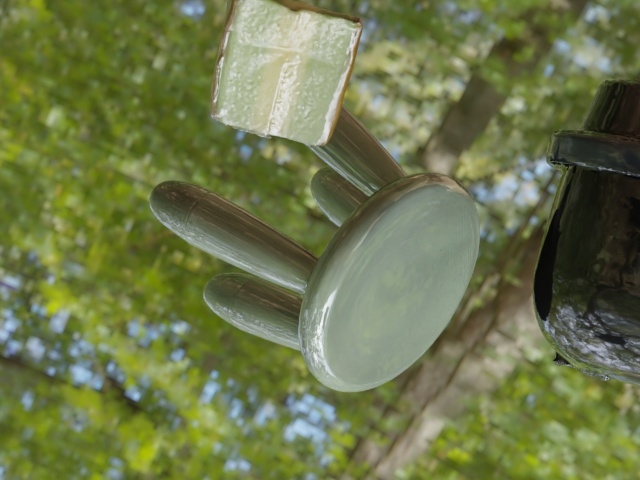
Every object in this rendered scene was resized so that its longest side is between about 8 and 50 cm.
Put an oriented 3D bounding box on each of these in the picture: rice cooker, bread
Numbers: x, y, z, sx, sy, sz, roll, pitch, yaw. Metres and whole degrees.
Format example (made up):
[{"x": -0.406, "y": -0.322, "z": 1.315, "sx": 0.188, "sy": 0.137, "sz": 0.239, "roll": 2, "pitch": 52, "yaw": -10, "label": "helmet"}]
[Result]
[{"x": 0.286, "y": 0.007, "z": 1.248, "sx": 0.267, "sy": 0.225, "sz": 0.267, "roll": 13, "pitch": -178, "yaw": 0, "label": "rice cooker"}, {"x": -0.016, "y": -0.128, "z": 0.947, "sx": 0.074, "sy": 0.084, "sz": 0.139, "roll": 14, "pitch": -145, "yaw": -5, "label": "bread"}]

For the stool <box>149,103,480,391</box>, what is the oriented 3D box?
[{"x": 0.000, "y": 0.000, "z": 1.393, "sx": 0.198, "sy": 0.195, "sz": 0.195, "roll": 31, "pitch": 160, "yaw": 36, "label": "stool"}]
